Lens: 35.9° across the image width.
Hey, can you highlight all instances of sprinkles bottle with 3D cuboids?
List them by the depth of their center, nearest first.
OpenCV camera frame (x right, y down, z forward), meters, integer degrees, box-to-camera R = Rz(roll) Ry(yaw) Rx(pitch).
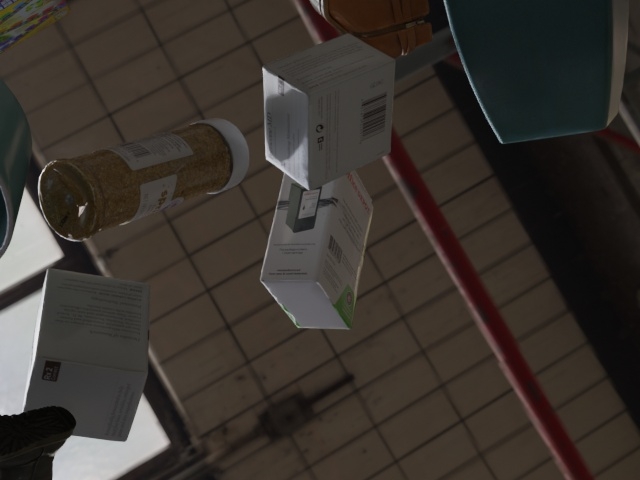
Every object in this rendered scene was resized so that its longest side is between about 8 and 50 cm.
[{"bbox_3d":[-0.258,-0.100,1.503,0.121,0.355,0.121,11,111,31],"label":"sprinkles bottle"}]

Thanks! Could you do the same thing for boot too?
[{"bbox_3d":[-0.413,0.317,1.264,0.076,0.189,0.208,48,121,35],"label":"boot"},{"bbox_3d":[0.097,-0.453,1.860,0.109,0.220,0.283,-122,13,-56],"label":"boot"}]

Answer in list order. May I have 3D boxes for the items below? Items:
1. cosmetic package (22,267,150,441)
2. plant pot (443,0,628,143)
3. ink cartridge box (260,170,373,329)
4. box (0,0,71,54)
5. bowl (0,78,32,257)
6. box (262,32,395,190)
[{"bbox_3d":[-0.330,0.162,1.397,0.184,0.151,0.151,-100,26,-49],"label":"cosmetic package"},{"bbox_3d":[0.223,-0.224,0.981,0.165,0.165,0.234,-35,-65,-62],"label":"plant pot"},{"bbox_3d":[0.000,0.000,1.818,0.198,0.114,0.273,57,-142,-53],"label":"ink cartridge box"},{"bbox_3d":[-0.556,-0.465,1.539,0.290,0.177,0.279,57,174,-4],"label":"box"},{"bbox_3d":[-0.483,-0.123,1.213,0.163,0.311,0.312,-67,-36,-45],"label":"bowl"},{"bbox_3d":[0.014,-0.207,1.577,0.119,0.182,0.181,37,142,38],"label":"box"}]
